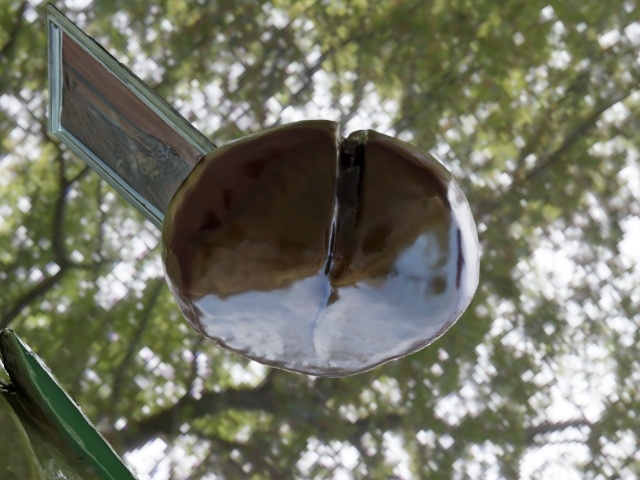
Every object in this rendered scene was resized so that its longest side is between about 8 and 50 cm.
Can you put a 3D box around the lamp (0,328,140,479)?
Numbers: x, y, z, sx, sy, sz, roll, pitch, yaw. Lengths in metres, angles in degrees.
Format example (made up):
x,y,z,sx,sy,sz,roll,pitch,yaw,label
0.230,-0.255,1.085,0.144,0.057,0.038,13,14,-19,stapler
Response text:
x,y,z,sx,sy,sz,roll,pitch,yaw,label
-0.127,0.159,0.358,0.250,0.284,0.250,-14,-139,12,lamp

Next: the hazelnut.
x,y,z,sx,sy,sz,roll,pitch,yaw,label
0.001,-0.003,0.974,0.212,0.181,0.181,8,-127,-3,hazelnut

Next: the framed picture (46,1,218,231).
x,y,z,sx,sy,sz,roll,pitch,yaw,label
-0.189,-0.097,1.407,0.016,0.216,0.273,-46,173,-21,framed picture
